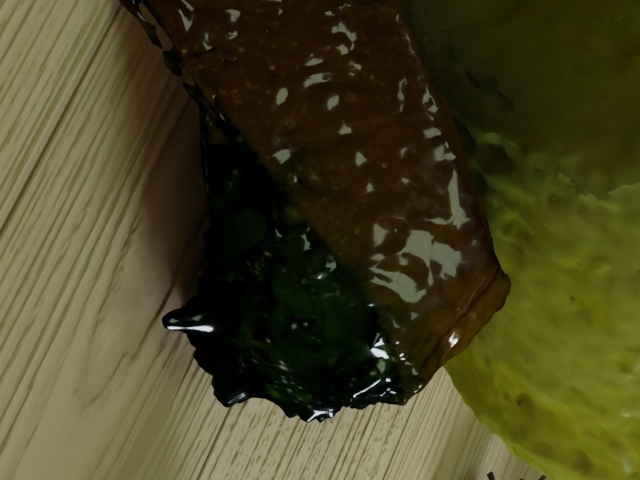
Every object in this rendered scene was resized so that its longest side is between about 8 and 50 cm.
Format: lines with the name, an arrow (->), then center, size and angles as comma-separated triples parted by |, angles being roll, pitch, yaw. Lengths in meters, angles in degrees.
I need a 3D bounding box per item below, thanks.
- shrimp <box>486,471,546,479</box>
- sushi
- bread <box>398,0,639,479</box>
shrimp -> 0.121, 0.197, 1.316 | 0.056, 0.065, 0.165 | -50, 177, 30
sushi -> 0.000, -0.001, 0.808 | 0.287, 0.140, 0.149 | 64, 9, -59
bread -> 0.202, -0.063, 0.992 | 0.348, 0.348, 0.307 | -59, 146, -35
